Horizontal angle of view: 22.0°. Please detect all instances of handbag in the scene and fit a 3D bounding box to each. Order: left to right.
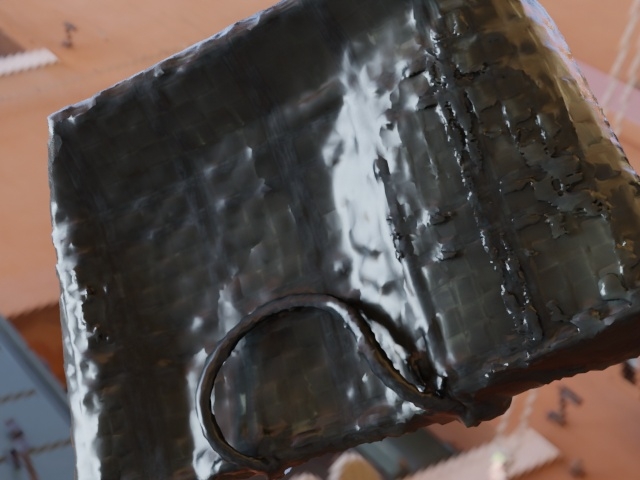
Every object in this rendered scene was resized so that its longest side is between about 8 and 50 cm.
[{"bbox_3d":[0.000,0.000,0.630,0.270,0.175,0.089,-23,-22,28],"label":"handbag"}]
